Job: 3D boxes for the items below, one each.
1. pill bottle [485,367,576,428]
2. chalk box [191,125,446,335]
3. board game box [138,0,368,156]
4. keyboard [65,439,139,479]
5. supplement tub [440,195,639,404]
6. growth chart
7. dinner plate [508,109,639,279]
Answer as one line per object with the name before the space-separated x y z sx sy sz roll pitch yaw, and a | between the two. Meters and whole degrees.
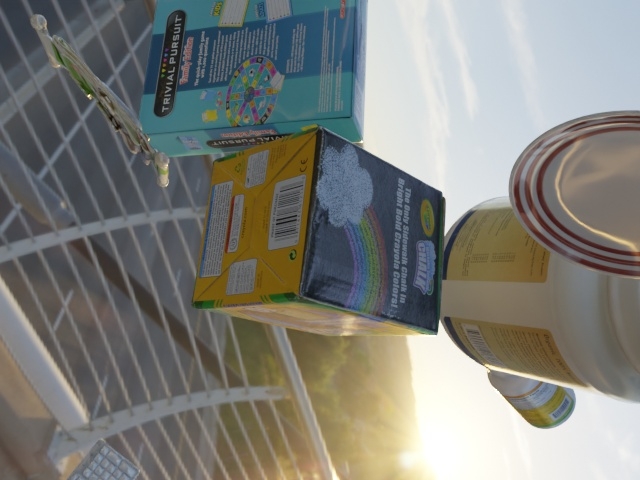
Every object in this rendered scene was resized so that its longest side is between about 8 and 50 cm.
pill bottle | 0.466 0.313 1.421 0.246 0.136 0.136 45 20 -29
chalk box | 0.020 0.011 0.541 0.213 0.132 0.132 21 68 -43
board game box | -0.100 -0.267 0.958 0.079 0.336 0.253 49 42 -66
keyboard | -0.335 0.376 0.775 0.072 0.256 0.014 30 -21 19
supplement tub | 0.293 0.050 0.685 0.316 0.228 0.228 174 -98 -69
growth chart | -0.255 -0.159 0.743 0.237 0.021 0.172 48 -14 0
dinner plate | 0.185 -0.025 0.372 0.017 0.141 0.141 -61 151 -33
